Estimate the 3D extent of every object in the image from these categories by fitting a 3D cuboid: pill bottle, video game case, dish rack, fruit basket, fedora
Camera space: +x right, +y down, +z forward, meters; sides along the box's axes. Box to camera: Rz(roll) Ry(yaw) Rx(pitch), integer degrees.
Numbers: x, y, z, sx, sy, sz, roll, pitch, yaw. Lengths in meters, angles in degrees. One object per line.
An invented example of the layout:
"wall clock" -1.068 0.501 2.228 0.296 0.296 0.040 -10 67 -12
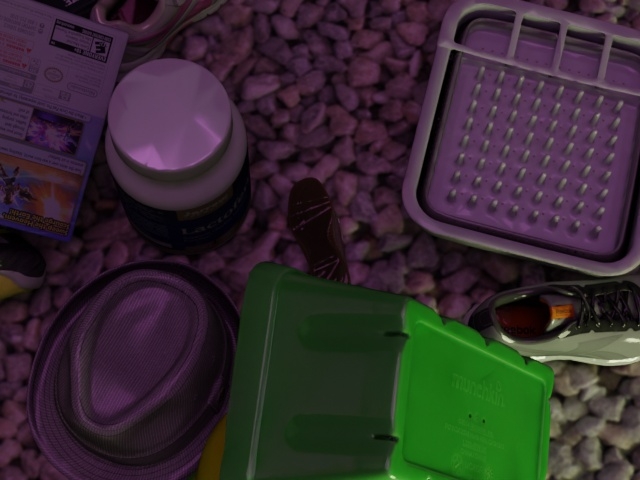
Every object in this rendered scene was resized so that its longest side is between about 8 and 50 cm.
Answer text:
"pill bottle" -0.154 -0.089 1.415 0.153 0.264 0.153 0 73 -1
"video game case" -0.370 -0.149 1.398 0.270 0.061 0.244 16 89 -26
"dish rack" 0.254 -0.118 1.518 0.286 0.072 0.332 15 65 2
"fruit basket" 0.009 0.201 1.333 0.392 0.392 0.282 7 73 1
"fedora" -0.202 0.140 1.417 0.244 0.124 0.275 31 75 8

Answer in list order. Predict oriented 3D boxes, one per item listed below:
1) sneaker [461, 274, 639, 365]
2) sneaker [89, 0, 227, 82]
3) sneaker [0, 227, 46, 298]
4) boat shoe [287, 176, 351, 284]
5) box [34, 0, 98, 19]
"sneaker" 0.297 0.089 1.456 0.272 0.108 0.100 -8 72 -5
"sneaker" -0.184 -0.306 1.560 0.103 0.111 0.252 35 75 9
"sneaker" -0.499 0.055 1.429 0.385 0.145 0.147 -2 106 -19
"boat shoe" 0.002 0.000 1.512 0.056 0.048 0.153 -23 68 5
"box" -0.374 -0.305 1.525 0.175 0.051 0.220 45 47 4
